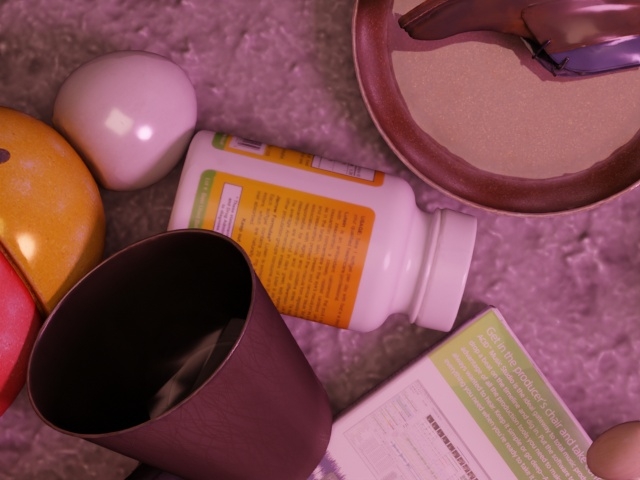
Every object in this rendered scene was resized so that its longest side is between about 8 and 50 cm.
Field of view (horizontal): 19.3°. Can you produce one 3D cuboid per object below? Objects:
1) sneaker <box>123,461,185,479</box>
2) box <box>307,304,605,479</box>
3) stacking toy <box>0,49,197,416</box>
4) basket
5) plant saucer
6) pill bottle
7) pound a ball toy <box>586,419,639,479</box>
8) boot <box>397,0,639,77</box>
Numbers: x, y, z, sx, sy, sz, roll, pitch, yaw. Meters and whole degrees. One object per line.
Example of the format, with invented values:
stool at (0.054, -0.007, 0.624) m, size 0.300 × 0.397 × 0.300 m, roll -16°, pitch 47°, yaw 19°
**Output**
sneaker at (-0.190, 0.277, 1.621) m, size 0.083 × 0.118 × 0.222 m, roll 46°, pitch 121°, yaw 0°
box at (0.087, 0.240, 1.622) m, size 0.322 × 0.058 × 0.232 m, roll -36°, pitch 92°, yaw 3°
stacking toy at (-0.301, 0.000, 1.536) m, size 0.480 × 0.350 × 0.350 m, roll -41°, pitch 91°, yaw -16°
basket at (-0.091, 0.116, 1.518) m, size 0.204 × 0.227 × 0.154 m, roll -33°, pitch 55°, yaw 9°
plant saucer at (0.182, -0.174, 1.608) m, size 0.311 × 0.050 × 0.310 m, roll 0°, pitch 91°, yaw 1°
pill bottle at (0.000, 0.000, 1.572) m, size 0.246 × 0.136 × 0.136 m, roll 14°, pitch 92°, yaw 0°
pound a ball toy at (0.330, 0.280, 1.563) m, size 0.208 × 0.136 × 0.319 m, roll -18°, pitch 92°, yaw -34°
boot at (0.180, -0.173, 1.544) m, size 0.219 × 0.082 × 0.106 m, roll -16°, pitch 90°, yaw -1°
